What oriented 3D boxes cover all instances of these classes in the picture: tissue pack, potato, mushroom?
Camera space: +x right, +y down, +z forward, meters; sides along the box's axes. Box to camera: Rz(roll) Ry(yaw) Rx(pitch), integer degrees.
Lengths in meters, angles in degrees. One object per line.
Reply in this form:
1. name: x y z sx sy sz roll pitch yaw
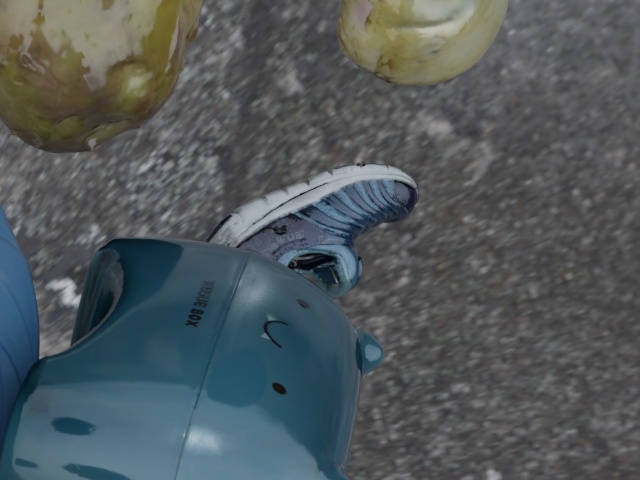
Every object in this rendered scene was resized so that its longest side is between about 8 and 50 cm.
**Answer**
1. tissue pack: -0.078 0.129 1.115 0.206 0.287 0.198 15 113 1
2. potato: -0.205 -0.201 1.471 0.289 0.301 0.237 -37 115 -54
3. mushroom: 0.063 -0.167 1.122 0.112 0.148 0.148 19 67 29

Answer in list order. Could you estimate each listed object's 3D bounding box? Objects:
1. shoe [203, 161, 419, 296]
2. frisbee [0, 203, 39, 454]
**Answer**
1. shoe: 0.000 0.000 1.568 0.207 0.091 0.106 -25 81 -23
2. frisbee: -0.264 0.070 0.982 0.289 0.049 0.289 -5 97 -46
